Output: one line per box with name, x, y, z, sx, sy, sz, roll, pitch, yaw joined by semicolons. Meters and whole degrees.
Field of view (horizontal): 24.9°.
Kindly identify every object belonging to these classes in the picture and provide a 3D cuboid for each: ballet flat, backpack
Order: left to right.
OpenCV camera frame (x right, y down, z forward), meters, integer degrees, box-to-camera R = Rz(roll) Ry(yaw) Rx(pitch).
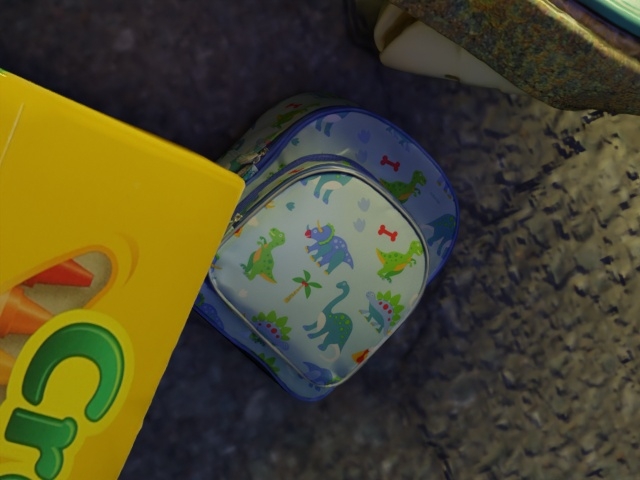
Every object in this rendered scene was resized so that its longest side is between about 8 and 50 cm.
backpack;0.000;0.000;0.609;0.114;0.084;0.105;-48;111;-6
ballet flat;0.027;-0.130;0.582;0.349;0.123;0.123;28;91;-17

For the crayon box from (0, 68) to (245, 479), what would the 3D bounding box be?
crayon box;-0.235;0.081;0.488;0.313;0.106;0.362;23;91;-38
